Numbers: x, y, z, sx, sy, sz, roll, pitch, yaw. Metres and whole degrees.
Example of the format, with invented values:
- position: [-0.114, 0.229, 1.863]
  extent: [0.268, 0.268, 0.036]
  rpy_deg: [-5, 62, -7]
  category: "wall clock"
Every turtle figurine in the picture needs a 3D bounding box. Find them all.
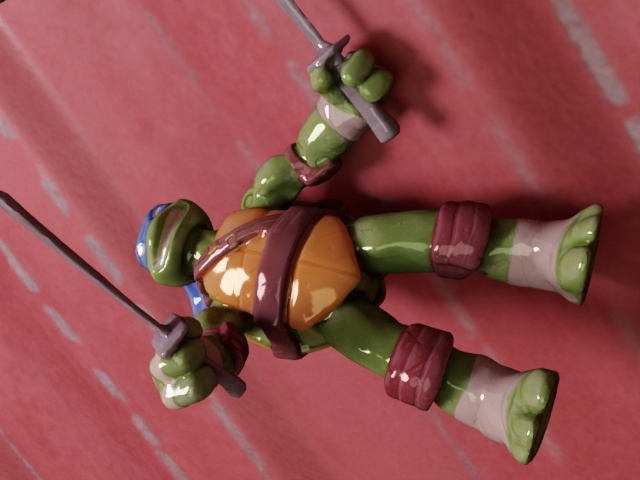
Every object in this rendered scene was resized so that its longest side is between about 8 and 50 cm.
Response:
- position: [0.000, 0.000, 0.548]
  extent: [0.266, 0.198, 0.274]
  rpy_deg: [15, 131, 17]
  category: "turtle figurine"

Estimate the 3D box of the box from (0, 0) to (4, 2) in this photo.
- position: [-0.065, -0.199, 0.252]
  extent: [0.270, 0.060, 0.216]
  rpy_deg: [-14, 120, 41]
  category: "box"
